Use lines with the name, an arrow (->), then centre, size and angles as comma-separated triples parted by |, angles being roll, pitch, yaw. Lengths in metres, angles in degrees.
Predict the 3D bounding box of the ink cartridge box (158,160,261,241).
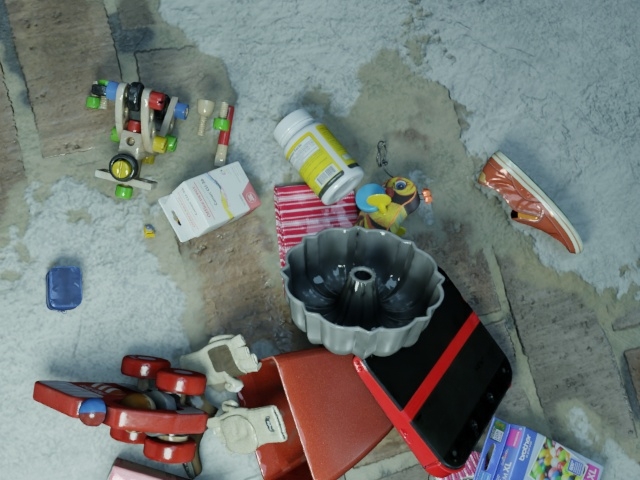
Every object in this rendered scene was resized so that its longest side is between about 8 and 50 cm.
ink cartridge box -> -0.240, -0.085, 1.570 | 0.198, 0.067, 0.115 | -29, 88, -41

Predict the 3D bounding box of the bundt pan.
bundt pan -> 0.081, 0.114, 1.463 | 0.331, 0.124, 0.330 | 3, 37, -2

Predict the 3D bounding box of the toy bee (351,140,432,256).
toy bee -> 0.163, -0.085, 1.634 | 0.162, 0.195, 0.298 | 11, 90, 25

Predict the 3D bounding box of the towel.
towel -> 0.000, 0.000, 1.669 | 0.199, 0.031, 0.274 | -5, 81, -15

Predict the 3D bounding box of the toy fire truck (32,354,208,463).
toy fire truck -> -0.375, 0.321, 1.377 | 0.254, 0.302, 0.169 | 12, 87, -46

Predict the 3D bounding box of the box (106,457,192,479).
box -> -0.324, 0.535, 1.439 | 0.232, 0.148, 0.126 | 20, 76, -10

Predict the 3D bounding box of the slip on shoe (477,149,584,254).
slip on shoe -> 0.521, -0.079, 1.774 | 0.331, 0.123, 0.101 | 42, 106, -8

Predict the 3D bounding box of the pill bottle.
pill bottle -> -0.007, -0.194, 1.643 | 0.119, 0.119, 0.208 | -35, 78, -16

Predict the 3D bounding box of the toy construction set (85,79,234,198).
toy construction set -> -0.348, -0.203, 1.550 | 0.309, 0.257, 0.237 | 8, 96, -22

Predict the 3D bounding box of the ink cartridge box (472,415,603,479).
ink cartridge box -> 0.499, 0.546, 1.646 | 0.311, 0.065, 0.185 | 28, 75, -17

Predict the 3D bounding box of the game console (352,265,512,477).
game console -> 0.259, 0.280, 1.574 | 0.342, 0.060, 0.386 | 52, 45, -5

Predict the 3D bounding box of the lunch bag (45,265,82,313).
lunch bag -> -0.539, 0.105, 1.507 | 0.067, 0.065, 0.098 | 2, 78, -29

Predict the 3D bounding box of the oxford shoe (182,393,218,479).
oxford shoe -> -0.260, 0.386, 1.516 | 0.096, 0.083, 0.227 | -2, 82, -18

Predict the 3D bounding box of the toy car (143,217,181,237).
toy car -> -0.335, -0.051, 1.588 | 0.122, 0.060, 0.040 | -15, 52, -22

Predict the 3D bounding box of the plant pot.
plant pot -> -0.005, 0.346, 1.502 | 0.236, 0.267, 0.267 | -15, 84, -29

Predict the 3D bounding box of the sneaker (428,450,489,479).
sneaker -> 0.312, 0.527, 1.638 | 0.170, 0.075, 0.063 | -3, 62, -36

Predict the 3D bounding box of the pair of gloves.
pair of gloves -> -0.174, 0.307, 1.437 | 0.042, 0.204, 0.240 | -17, 80, -54
